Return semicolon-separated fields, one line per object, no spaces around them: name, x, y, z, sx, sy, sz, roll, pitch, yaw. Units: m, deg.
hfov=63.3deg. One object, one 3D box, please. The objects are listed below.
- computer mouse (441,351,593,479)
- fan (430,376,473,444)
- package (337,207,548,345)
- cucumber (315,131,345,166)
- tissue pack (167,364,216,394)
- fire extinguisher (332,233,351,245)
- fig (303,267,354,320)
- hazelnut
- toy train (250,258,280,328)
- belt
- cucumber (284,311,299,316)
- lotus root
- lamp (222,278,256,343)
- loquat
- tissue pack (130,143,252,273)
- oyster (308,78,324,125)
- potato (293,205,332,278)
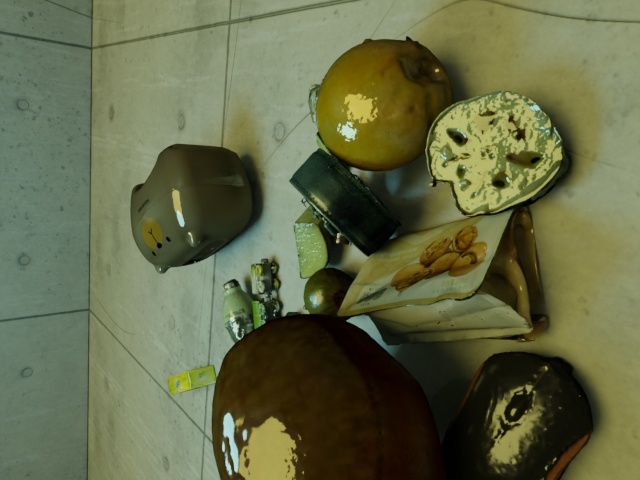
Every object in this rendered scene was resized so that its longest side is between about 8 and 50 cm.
computer mouse;0.291;0.322;0.815;0.183;0.116;0.323;33;115;38
fan;0.253;0.402;0.952;0.182;0.010;0.310;33;115;44
package;0.215;0.088;0.894;0.311;0.221;0.165;-17;119;48
cucumber;0.030;-0.193;1.151;0.107;0.035;0.067;58;174;10
tissue pack;-0.428;0.463;1.723;0.176;0.095;0.062;-29;72;49
fire extinguisher;0.059;-0.069;1.126;0.064;0.043;0.158;22;111;35
fig;0.008;0.130;1.179;0.236;0.124;0.124;148;113;-71
hazelnut;0.021;0.321;0.864;0.421;0.421;0.352;41;111;41
toy train;-0.148;0.149;1.384;0.081;0.060;0.202;-10;84;56
belt;0.047;-0.063;0.984;0.116;0.267;0.206;-46;70;4
cucumber;-0.106;0.274;1.340;0.078;0.062;0.211;57;133;30
lotus root;0.272;-0.134;0.815;0.204;0.078;0.183;-8;95;30
lamp;-0.214;0.224;1.440;0.101;0.101;0.250;-39;69;45
loquat;0.107;-0.231;0.913;0.244;0.244;0.243;6;97;50
tissue pack;-0.367;-0.078;1.468;0.387;0.268;0.276;-28;74;47
oyster;0.029;-0.300;1.132;0.177;0.064;0.124;8;104;51
potato;0.000;0.000;1.193;0.081;0.120;0.149;5;119;20
